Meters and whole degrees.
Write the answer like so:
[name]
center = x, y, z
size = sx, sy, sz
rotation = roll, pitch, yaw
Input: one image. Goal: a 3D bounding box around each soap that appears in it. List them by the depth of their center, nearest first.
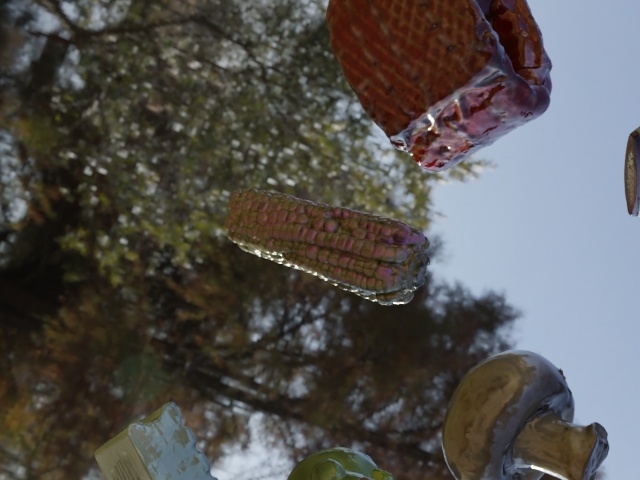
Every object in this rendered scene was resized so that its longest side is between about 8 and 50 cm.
[soap]
center = -0.252, 0.351, 1.551
size = 0.087, 0.160, 0.265
rotation = -27, 174, -28

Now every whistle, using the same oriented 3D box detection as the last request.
[whistle]
center = 0.042, 0.307, 1.171
size = 0.294, 0.141, 0.141
rotation = -22, -133, 69

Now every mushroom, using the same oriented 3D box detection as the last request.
[mushroom]
center = 0.382, 0.363, 1.908
size = 0.290, 0.297, 0.298
rotation = 26, -85, 43

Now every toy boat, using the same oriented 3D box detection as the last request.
[toy boat]
center = 0.589, -0.130, 1.879
size = 0.229, 0.045, 0.080
rotation = 73, -10, -47

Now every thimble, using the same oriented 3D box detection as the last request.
[thimble]
center = 0.177, -0.298, 1.511
size = 0.230, 0.350, 0.350
rotation = -30, -149, 30

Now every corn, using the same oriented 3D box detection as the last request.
[corn]
center = 0.001, -0.002, 1.481
size = 0.126, 0.335, 0.127
rotation = -37, 136, -46
